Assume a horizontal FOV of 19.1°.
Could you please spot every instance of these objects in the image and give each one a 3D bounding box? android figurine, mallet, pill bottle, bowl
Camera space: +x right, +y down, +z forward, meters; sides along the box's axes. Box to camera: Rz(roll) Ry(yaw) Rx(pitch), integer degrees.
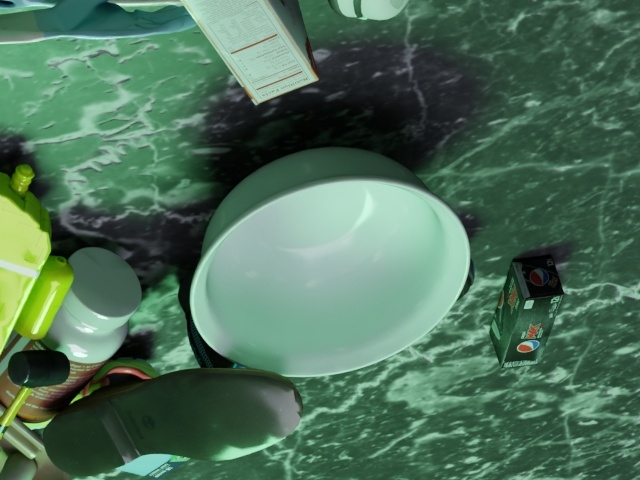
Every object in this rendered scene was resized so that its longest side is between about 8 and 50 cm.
[{"bbox_3d":[-0.376,0.023,1.940,0.248,0.056,0.273,17,120,-18],"label":"android figurine"},{"bbox_3d":[-0.340,0.188,2.025,0.189,0.039,0.062,-50,147,19],"label":"mallet"},{"bbox_3d":[-0.286,0.102,2.098,0.121,0.121,0.216,10,142,-33],"label":"pill bottle"},{"bbox_3d":[0.000,0.000,2.010,0.298,0.134,0.298,-8,136,-7],"label":"bowl"}]

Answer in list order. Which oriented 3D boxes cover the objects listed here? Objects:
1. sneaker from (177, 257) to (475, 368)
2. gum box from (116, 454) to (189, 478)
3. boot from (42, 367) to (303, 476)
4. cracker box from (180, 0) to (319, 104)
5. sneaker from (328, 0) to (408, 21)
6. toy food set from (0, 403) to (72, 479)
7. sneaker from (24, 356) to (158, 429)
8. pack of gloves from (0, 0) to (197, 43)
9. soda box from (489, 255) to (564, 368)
[{"bbox_3d":[0.015,0.087,2.169,0.341,0.139,0.125,-10,149,-6],"label":"sneaker"},{"bbox_3d":[-0.225,0.237,2.411,0.184,0.041,0.157,21,135,-41],"label":"gum box"},{"bbox_3d":[-0.152,0.177,2.090,0.305,0.115,0.112,-10,109,23],"label":"boot"},{"bbox_3d":[-0.082,-0.241,1.599,0.067,0.155,0.232,-21,148,10],"label":"cracker box"},{"bbox_3d":[0.167,-0.300,1.499,0.257,0.169,0.447,23,140,0],"label":"sneaker"},{"bbox_3d":[-0.452,0.235,2.139,0.306,0.092,0.220,44,135,-19],"label":"toy food set"},{"bbox_3d":[-0.280,0.176,2.228,0.208,0.081,0.094,-11,-173,-21],"label":"sneaker"},{"bbox_3d":[-0.224,-0.211,1.609,0.232,0.195,0.046,-4,111,-16],"label":"pack of gloves"},{"bbox_3d":[0.252,0.090,2.338,0.053,0.060,0.169,-7,147,-12],"label":"soda box"}]
